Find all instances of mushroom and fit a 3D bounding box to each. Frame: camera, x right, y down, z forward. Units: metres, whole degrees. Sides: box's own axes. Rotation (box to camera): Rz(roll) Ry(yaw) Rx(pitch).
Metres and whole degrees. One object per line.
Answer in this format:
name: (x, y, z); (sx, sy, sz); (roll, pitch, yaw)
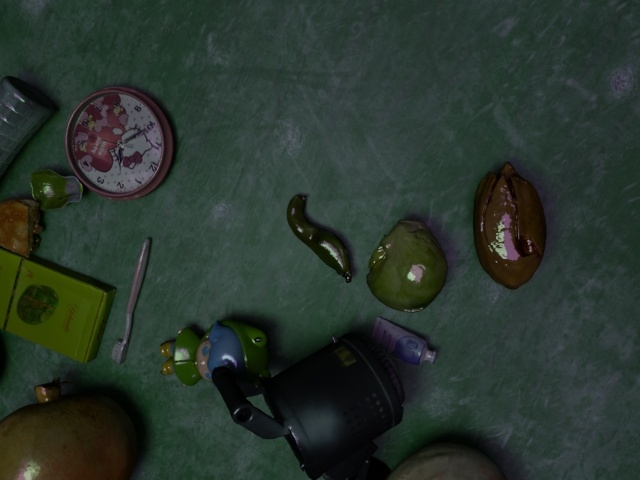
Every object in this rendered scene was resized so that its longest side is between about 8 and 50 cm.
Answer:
mushroom: (0.256, 0.554, 0.978); (0.298, 0.290, 0.297); (-1, 97, -12)

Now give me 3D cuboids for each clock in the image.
clock: (-0.431, -0.206, 1.096); (0.245, 0.056, 0.244); (1, 97, 7)

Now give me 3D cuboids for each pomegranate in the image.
pomegranate: (-0.555, 0.456, 1.092); (0.320, 0.319, 0.318); (1, 98, 8)

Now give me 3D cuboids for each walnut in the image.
walnut: (0.358, -0.027, 0.978); (0.137, 0.137, 0.245); (-5, 88, 9)

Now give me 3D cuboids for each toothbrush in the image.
toothbrush: (-0.429, 0.138, 1.158); (0.030, 0.025, 0.306); (19, 100, 13)

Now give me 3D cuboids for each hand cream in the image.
hand cream: (0.174, 0.223, 1.078); (0.142, 0.053, 0.084); (17, 101, 16)

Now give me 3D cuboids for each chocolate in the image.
chocolate: (0.073, 0.531, 1.115); (0.149, 0.080, 0.125); (33, 100, 1)

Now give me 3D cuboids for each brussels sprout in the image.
brussels sprout: (0.181, 0.055, 1.014); (0.146, 0.131, 0.183); (29, 102, 25)

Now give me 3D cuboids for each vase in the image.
vase: (-0.708, -0.205, 1.098); (0.143, 0.143, 0.299); (42, 98, 1)

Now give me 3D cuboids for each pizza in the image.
pizza: (-0.690, -0.027, 1.157); (0.175, 0.046, 0.134); (-14, 106, 18)

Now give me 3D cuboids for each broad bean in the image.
broad bean: (0.000, 0.000, 1.068); (0.070, 0.048, 0.213); (-38, 88, 12)

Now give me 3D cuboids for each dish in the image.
dish: (-0.572, -0.116, 1.132); (0.137, 0.039, 0.091); (-1, 106, 16)

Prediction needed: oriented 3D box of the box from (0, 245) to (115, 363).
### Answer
box: (-0.654, 0.137, 1.179); (0.335, 0.047, 0.186); (21, 100, 5)

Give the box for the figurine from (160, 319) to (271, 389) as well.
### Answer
figurine: (-0.226, 0.248, 1.096); (0.264, 0.143, 0.162); (-5, 88, 26)

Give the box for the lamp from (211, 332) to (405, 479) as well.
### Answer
lamp: (0.021, 0.303, 0.994); (0.272, 0.205, 0.374); (-45, 116, -11)
